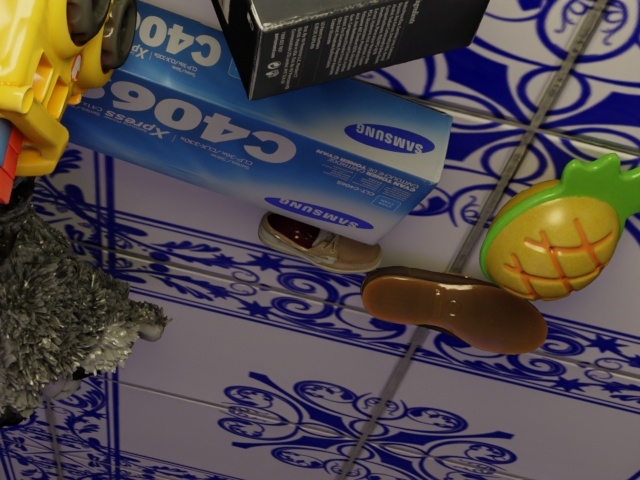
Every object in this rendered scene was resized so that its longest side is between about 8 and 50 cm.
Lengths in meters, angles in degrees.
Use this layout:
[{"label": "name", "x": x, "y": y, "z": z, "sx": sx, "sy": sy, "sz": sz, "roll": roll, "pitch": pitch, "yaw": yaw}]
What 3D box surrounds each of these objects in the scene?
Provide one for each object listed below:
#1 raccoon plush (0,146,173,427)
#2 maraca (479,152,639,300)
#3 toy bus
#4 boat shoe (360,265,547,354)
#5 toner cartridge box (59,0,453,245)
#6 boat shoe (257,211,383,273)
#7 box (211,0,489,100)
[{"label": "raccoon plush", "x": -0.271, "y": 0.019, "z": 1.549, "sx": 0.216, "sy": 0.299, "sz": 0.446, "roll": 44, "pitch": 129, "yaw": 16}, {"label": "maraca", "x": 0.226, "y": -0.012, "z": 1.299, "sx": 0.127, "sy": 0.099, "sz": 0.185, "roll": 17, "pitch": 132, "yaw": -32}, {"label": "toy bus", "x": -0.227, "y": -0.112, "z": 1.000, "sx": 0.149, "sy": 0.211, "sz": 0.220, "roll": 8, "pitch": 170, "yaw": 5}, {"label": "boat shoe", "x": 0.146, "y": 0.068, "z": 1.544, "sx": 0.207, "sy": 0.073, "sz": 0.073, "roll": 17, "pitch": -167, "yaw": 0}, {"label": "toner cartridge box", "x": -0.075, "y": -0.106, "z": 1.264, "sx": 0.348, "sy": 0.075, "sz": 0.165, "roll": 18, "pitch": 156, "yaw": -12}, {"label": "boat shoe", "x": 0.000, "y": 0.000, "z": 1.480, "sx": 0.135, "sy": 0.050, "sz": 0.045, "roll": 12, "pitch": 160, "yaw": 1}, {"label": "box", "x": 0.007, "y": -0.190, "z": 0.888, "sx": 0.158, "sy": 0.156, "sz": 0.093, "roll": -16, "pitch": 159, "yaw": -13}]
